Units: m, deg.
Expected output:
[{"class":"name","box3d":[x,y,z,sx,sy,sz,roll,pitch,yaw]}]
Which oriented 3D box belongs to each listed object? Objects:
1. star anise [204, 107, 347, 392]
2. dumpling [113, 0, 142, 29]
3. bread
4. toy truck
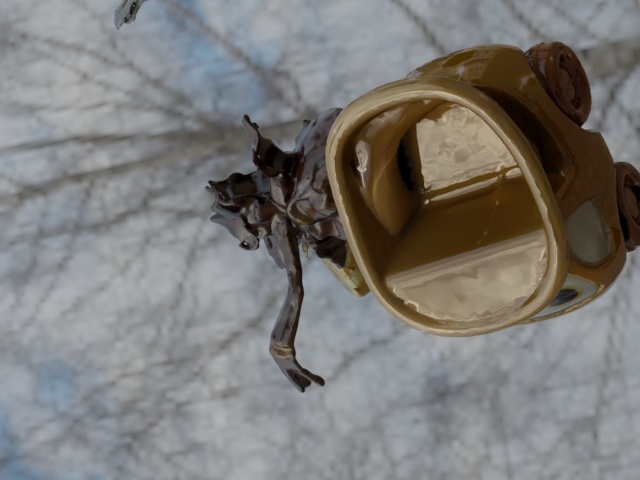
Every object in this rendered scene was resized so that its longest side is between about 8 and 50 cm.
[{"class":"star anise","box3d":[-0.003,-0.002,1.974,0.148,0.237,0.346,-115,32,-61]},{"class":"dumpling","box3d":[-0.159,-0.292,1.957,0.332,0.086,0.166,-119,34,-72]},{"class":"bread","box3d":[0.023,0.005,2.323,0.149,0.073,0.122,51,174,-25]},{"class":"toy truck","box3d":[0.147,-0.044,1.693,0.288,0.204,0.211,62,-148,-16]}]
